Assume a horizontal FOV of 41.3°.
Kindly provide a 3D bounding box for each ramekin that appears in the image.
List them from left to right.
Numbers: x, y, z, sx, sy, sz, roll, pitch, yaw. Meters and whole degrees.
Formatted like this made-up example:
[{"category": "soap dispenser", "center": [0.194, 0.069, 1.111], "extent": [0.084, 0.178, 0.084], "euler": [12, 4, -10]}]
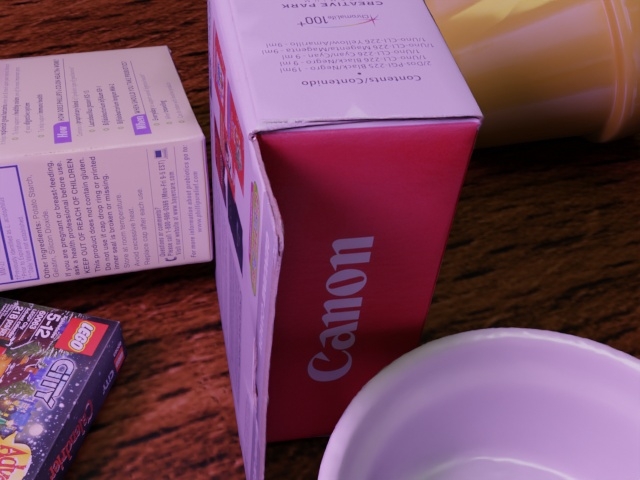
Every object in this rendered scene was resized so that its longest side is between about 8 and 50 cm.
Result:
[{"category": "ramekin", "center": [0.130, 0.202, 0.516], "extent": [0.278, 0.135, 0.277], "euler": [3, 45, -3]}]

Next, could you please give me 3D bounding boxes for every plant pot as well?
[{"category": "plant pot", "center": [0.210, -0.201, 0.855], "extent": [0.239, 0.254, 0.254], "euler": [-20, 50, -3]}]

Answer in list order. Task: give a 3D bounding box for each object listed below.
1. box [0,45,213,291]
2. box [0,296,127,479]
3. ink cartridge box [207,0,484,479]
[{"category": "box", "center": [-0.230, -0.067, 0.719], "extent": [0.243, 0.117, 0.213], "euler": [-8, 33, -15]}, {"category": "box", "center": [-0.256, 0.140, 0.591], "extent": [0.159, 0.044, 0.233], "euler": [10, 46, 10]}, {"category": "ink cartridge box", "center": [0.000, 0.000, 0.577], "extent": [0.130, 0.309, 0.271], "euler": [-5, 48, -11]}]
